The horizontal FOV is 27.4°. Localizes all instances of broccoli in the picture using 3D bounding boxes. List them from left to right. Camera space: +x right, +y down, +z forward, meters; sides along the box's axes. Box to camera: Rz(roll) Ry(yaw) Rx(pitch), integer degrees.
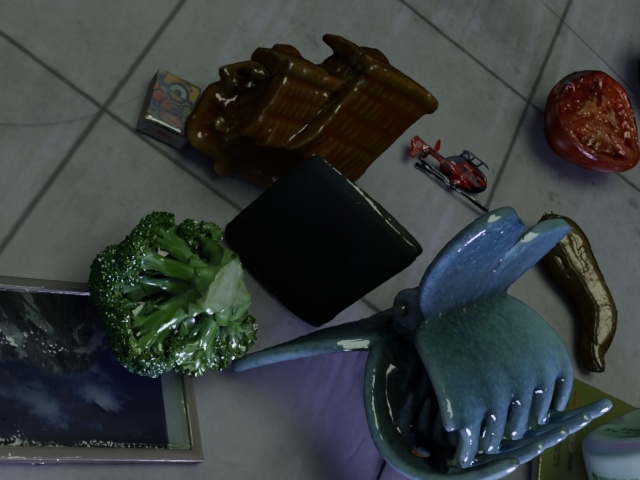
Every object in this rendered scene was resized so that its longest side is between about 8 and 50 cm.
[{"bbox_3d":[-0.151,0.061,1.387,0.195,0.156,0.195,-6,97,-53],"label":"broccoli"}]

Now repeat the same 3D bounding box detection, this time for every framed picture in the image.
[{"bbox_3d":[-0.259,0.136,1.374,0.281,0.019,0.209,5,61,-33],"label":"framed picture"}]

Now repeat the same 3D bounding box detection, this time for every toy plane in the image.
[{"bbox_3d":[0.179,-0.098,1.796,0.145,0.037,0.060,35,60,-18],"label":"toy plane"}]

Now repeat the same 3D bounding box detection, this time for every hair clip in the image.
[{"bbox_3d":[0.157,0.141,1.461,0.318,0.392,0.238,-12,73,-56],"label":"hair clip"}]

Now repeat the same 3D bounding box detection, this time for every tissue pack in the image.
[{"bbox_3d":[-0.181,-0.159,1.588,0.063,0.035,0.083,25,52,-22],"label":"tissue pack"}]

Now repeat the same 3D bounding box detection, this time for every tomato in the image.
[{"bbox_3d":[0.386,-0.171,1.946,0.174,0.082,0.166,10,63,-35],"label":"tomato"}]

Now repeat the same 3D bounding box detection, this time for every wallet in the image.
[{"bbox_3d":[0.000,0.000,1.477,0.168,0.245,0.052,45,55,-7],"label":"wallet"}]

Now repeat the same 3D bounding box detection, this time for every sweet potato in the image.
[{"bbox_3d":[0.357,0.068,1.805,0.081,0.062,0.233,-13,75,-22],"label":"sweet potato"}]

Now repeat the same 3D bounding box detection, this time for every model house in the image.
[{"bbox_3d":[-0.005,-0.170,1.578,0.199,0.229,0.220,36,49,-34],"label":"model house"}]

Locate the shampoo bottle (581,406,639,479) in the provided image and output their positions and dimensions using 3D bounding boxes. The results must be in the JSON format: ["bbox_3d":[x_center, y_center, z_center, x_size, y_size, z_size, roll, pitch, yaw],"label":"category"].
[{"bbox_3d":[0.440,0.377,1.557,0.151,0.222,0.350,-20,93,-29],"label":"shampoo bottle"}]

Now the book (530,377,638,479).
[{"bbox_3d":[0.413,0.336,1.702,0.352,0.035,0.239,26,55,-20],"label":"book"}]

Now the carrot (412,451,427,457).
[{"bbox_3d":[0.151,0.277,1.558,0.216,0.048,0.048,41,49,-2],"label":"carrot"}]

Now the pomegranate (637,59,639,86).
[{"bbox_3d":[0.588,-0.291,2.109,0.180,0.180,0.210,22,24,-22],"label":"pomegranate"}]
